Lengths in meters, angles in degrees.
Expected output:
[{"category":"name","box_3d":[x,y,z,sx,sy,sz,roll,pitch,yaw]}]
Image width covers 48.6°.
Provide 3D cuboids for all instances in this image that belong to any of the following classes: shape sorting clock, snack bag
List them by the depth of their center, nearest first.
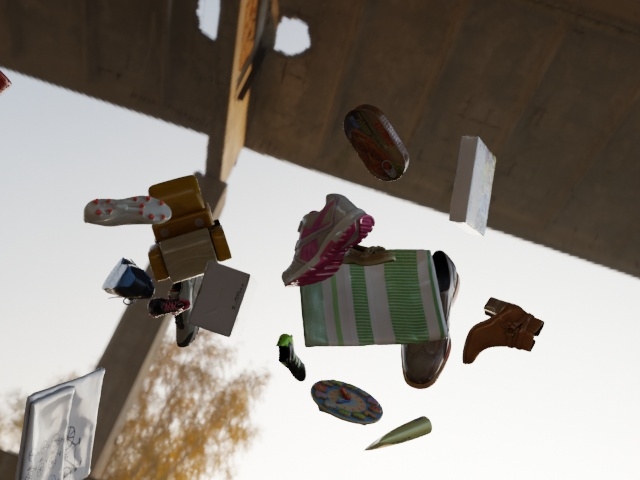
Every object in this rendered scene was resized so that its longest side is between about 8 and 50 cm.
[{"category":"snack bag","box_3d":[-0.647,0.509,1.780,0.037,0.323,0.342,9,3,12]},{"category":"shape sorting clock","box_3d":[0.071,0.429,1.902,0.206,0.206,0.040,15,-75,4]}]

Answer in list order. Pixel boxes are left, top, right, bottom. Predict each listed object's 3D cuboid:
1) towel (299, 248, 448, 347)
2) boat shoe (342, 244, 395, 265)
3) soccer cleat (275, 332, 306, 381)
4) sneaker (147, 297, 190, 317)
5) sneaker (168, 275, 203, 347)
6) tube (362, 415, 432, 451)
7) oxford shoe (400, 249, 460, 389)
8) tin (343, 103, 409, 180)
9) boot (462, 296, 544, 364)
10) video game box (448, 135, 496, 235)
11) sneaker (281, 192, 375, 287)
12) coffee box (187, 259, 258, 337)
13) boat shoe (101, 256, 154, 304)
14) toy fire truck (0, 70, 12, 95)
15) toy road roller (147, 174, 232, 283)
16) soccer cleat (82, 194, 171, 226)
[{"category":"towel","box_3d":[0.115,0.121,1.601,0.324,0.248,0.038,1,-32,-12]},{"category":"boat shoe","box_3d":[0.094,0.025,1.475,0.056,0.048,0.153,-8,5,-34]},{"category":"soccer cleat","box_3d":[-0.092,0.360,2.118,0.060,0.072,0.179,-5,-61,30]},{"category":"sneaker","box_3d":[-0.346,0.150,1.633,0.057,0.047,0.119,-11,-5,28]},{"category":"sneaker","box_3d":[-0.448,0.212,2.289,0.108,0.272,0.100,0,8,-43]},{"category":"tube","box_3d":[0.240,0.600,2.175,0.062,0.240,0.070,27,-63,47]},{"category":"oxford shoe","box_3d":[0.267,0.192,1.784,0.129,0.364,0.133,3,-33,20]},{"category":"tin","box_3d":[0.129,-0.223,1.615,0.106,0.040,0.190,-18,-68,47]},{"category":"boot","box_3d":[0.453,0.247,1.767,0.152,0.197,0.073,25,-8,30]},{"category":"video game box","box_3d":[0.366,-0.127,1.693,0.048,0.205,0.187,7,-7,30]},{"category":"sneaker","box_3d":[0.000,0.000,1.469,0.252,0.111,0.103,-46,-29,25]},{"category":"coffee box","box_3d":[-0.211,0.135,1.577,0.098,0.141,0.246,19,-8,1]},{"category":"boat shoe","box_3d":[-0.437,0.105,1.614,0.089,0.109,0.258,35,-4,-20]},{"category":"toy fire truck","box_3d":[-0.630,-0.291,1.049,0.254,0.169,0.302,44,-10,11]},{"category":"toy road roller","box_3d":[-0.372,-0.041,1.913,0.202,0.329,0.241,-17,-76,-8]},{"category":"soccer cleat","box_3d":[-0.435,-0.063,1.595,0.196,0.068,0.076,1,-22,-34]}]
